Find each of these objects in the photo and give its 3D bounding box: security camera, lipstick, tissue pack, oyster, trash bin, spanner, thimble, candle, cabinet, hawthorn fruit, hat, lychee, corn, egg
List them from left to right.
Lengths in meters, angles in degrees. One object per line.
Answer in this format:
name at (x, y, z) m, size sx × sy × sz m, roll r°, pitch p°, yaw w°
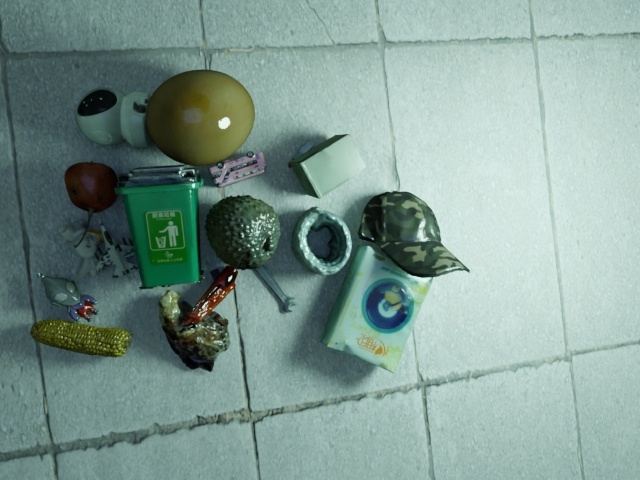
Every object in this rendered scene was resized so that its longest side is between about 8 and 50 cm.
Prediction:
corn at (-0.795, 0.324, 1.622) m, size 0.313 × 0.102 × 0.102 m, roll 11°, pitch 87°, yaw -7°
hawthorn fruit at (-0.749, -0.117, 1.595) m, size 0.165 × 0.165 × 0.285 m, roll -2°, pitch 81°, yaw -11°
security camera at (-0.678, -0.402, 1.608) m, size 0.236 × 0.194 × 0.194 m, roll 3°, pitch 89°, yaw -6°
trash bin at (-0.509, -0.054, 1.608) m, size 0.259 × 0.295 × 0.381 m, roll -4°, pitch 102°, yaw -9°
oyster at (-0.439, 0.319, 1.693) m, size 0.271 × 0.100 × 0.275 m, roll 10°, pitch 83°, yaw -26°
egg at (-0.382, -0.402, 1.597) m, size 0.374 × 0.301 × 0.301 m, roll -29°, pitch 96°, yaw -34°
candle at (-0.381, 0.203, 1.675) m, size 0.301 × 0.059 × 0.084 m, roll -50°, pitch 119°, yaw -35°
lychee at (-0.265, -0.027, 1.656) m, size 0.274 × 0.255 × 0.255 m, roll 18°, pitch 85°, yaw 24°
spanner at (-0.190, 0.138, 1.784) m, size 0.071 × 0.017 × 0.302 m, roll -41°, pitch 96°, yaw -11°
lipstick at (-0.077, -0.317, 1.803) m, size 0.030 × 0.030 × 0.129 m, roll 43°, pitch 81°, yaw -8°
thimble at (0.000, 0.000, 1.745) m, size 0.205 × 0.172 × 0.250 m, roll -11°, pitch 93°, yaw -10°
cabinet at (0.027, -0.268, 1.753) m, size 0.206 × 0.145 × 0.150 m, roll -33°, pitch 109°, yaw -10°
tissue pack at (0.203, 0.248, 1.791) m, size 0.287 × 0.162 × 0.388 m, roll 24°, pitch 85°, yaw -7°
hat at (0.360, -0.032, 1.725) m, size 0.366 × 0.382 × 0.257 m, roll -6°, pitch 105°, yaw -31°

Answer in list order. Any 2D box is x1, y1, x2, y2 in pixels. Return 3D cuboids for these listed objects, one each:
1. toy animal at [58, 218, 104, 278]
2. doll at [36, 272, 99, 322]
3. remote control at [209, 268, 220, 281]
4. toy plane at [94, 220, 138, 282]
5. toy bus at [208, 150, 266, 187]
toy animal at (-0.788, 0.024, 1.639) m, size 0.127 × 0.131 × 0.181 m, roll -38°, pitch 89°, yaw 25°
doll at (-0.845, 0.184, 1.621) m, size 0.227 × 0.075 × 0.102 m, roll 46°, pitch 50°, yaw -15°
remote control at (-0.365, 0.147, 1.748) m, size 0.034 × 0.016 × 0.091 m, roll -26°, pitch 95°, yaw -28°
toy plane at (-0.692, 0.033, 1.640) m, size 0.160 × 0.082 × 0.234 m, roll -26°, pitch 113°, yaw -19°
toy bus at (-0.294, -0.255, 1.743) m, size 0.203 × 0.063 × 0.090 m, roll -20°, pitch 94°, yaw -12°
